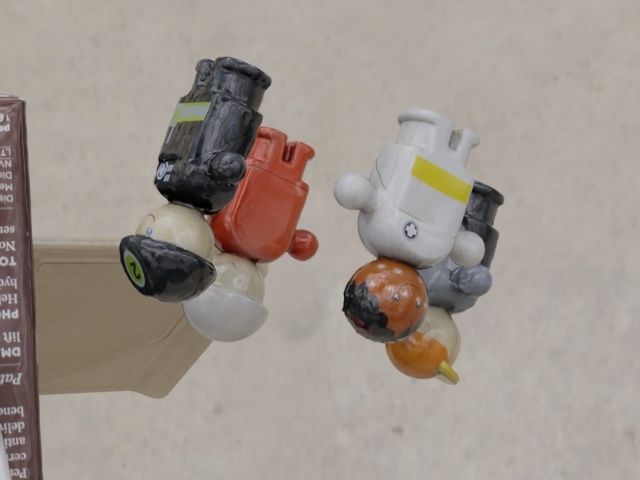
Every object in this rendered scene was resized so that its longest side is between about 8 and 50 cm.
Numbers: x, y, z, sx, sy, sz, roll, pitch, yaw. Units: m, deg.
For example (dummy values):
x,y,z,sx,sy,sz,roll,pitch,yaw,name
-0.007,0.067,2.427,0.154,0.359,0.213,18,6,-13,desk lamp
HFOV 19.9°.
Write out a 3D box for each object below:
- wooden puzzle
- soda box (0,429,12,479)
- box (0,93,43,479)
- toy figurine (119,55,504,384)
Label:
x,y,z,sx,sy,sz,roll,pitch,yaw,name
-0.191,0.058,1.470,0.239,0.221,0.044,5,51,-34,wooden puzzle
-0.205,0.199,0.998,0.098,0.091,0.286,-11,87,-11,soda box
-0.261,0.103,1.203,0.143,0.191,0.381,-1,87,-17,box
0.000,0.000,1.118,0.210,0.213,0.148,16,78,13,toy figurine
